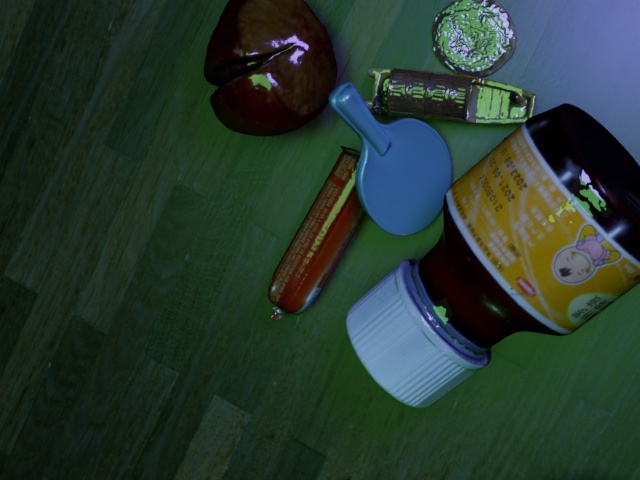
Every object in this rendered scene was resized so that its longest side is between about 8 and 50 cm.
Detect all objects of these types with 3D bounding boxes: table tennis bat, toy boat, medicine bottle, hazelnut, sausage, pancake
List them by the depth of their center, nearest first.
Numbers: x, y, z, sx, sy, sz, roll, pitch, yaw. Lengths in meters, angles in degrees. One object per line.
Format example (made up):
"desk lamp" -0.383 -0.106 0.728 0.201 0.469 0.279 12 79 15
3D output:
"medicine bottle" 0.223 0.037 1.209 0.242 0.242 0.395 48 117 5
"table tennis bat" 0.087 -0.109 1.248 0.149 0.038 0.237 -51 123 -12
"toy boat" 0.165 -0.185 1.266 0.225 0.088 0.068 9 96 13
"hazelnut" -0.070 -0.239 1.285 0.177 0.178 0.204 -14 86 13
"pancake" 0.203 -0.270 1.289 0.114 0.011 0.115 1 95 13
"sausage" 0.000 0.000 1.322 0.083 0.083 0.264 32 102 8
